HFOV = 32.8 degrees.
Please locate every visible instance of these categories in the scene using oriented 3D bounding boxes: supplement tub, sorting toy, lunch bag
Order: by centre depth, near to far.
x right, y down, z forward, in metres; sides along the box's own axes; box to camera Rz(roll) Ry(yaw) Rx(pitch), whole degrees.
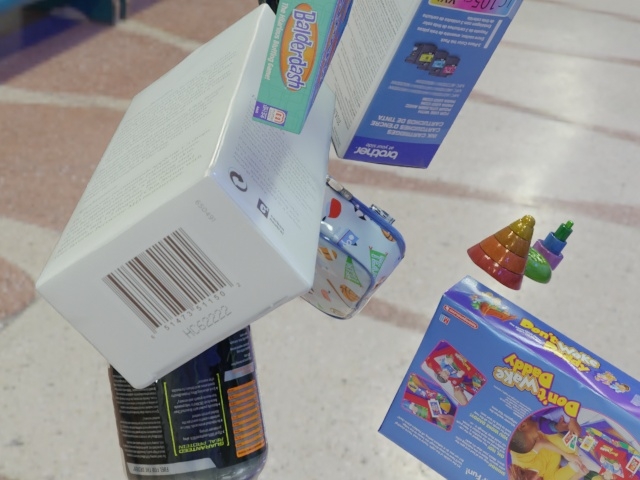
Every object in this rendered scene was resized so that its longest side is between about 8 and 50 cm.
[{"bbox_3d":[-0.185,0.216,1.515,0.207,0.338,0.207,-8,2,0],"label":"supplement tub"},{"bbox_3d":[0.000,0.000,1.737,0.243,0.303,0.115,38,67,4],"label":"lunch bag"},{"bbox_3d":[0.410,0.001,2.078,0.127,0.126,0.365,42,22,22],"label":"sorting toy"}]

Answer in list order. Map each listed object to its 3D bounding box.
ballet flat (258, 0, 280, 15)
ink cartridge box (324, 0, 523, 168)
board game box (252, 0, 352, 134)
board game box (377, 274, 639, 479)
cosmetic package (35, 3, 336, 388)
[{"bbox_3d":[-0.086,-0.425,2.099,0.057,0.173,0.049,-20,8,-2],"label":"ballet flat"},{"bbox_3d":[0.101,-0.285,1.476,0.151,0.395,0.270,6,45,-25],"label":"ink cartridge box"},{"bbox_3d":[0.002,-0.216,0.950,0.047,0.160,0.210,19,41,1],"label":"board game box"},{"bbox_3d":[0.267,0.235,1.344,0.347,0.233,0.078,33,31,18],"label":"board game box"},{"bbox_3d":[-0.126,-0.070,1.212,0.230,0.161,0.453,-31,25,21],"label":"cosmetic package"}]
